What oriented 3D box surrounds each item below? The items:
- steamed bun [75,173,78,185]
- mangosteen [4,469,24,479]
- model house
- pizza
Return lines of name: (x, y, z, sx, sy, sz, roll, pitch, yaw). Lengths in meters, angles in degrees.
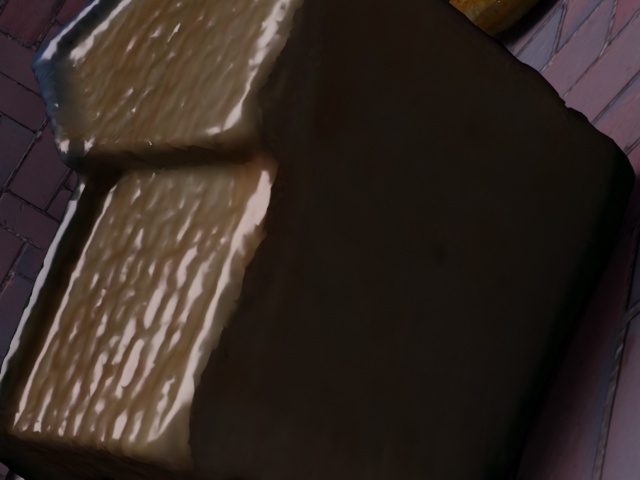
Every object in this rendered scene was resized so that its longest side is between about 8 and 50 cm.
steamed bun: (-0.133, -0.059, 2.308, 0.301, 0.252, 0.199, -34, -19, 6)
mangosteen: (-0.256, 0.312, 2.176, 0.216, 0.216, 0.216, -56, 10, 16)
model house: (-0.045, 0.022, 1.329, 0.342, 0.334, 0.382, -2, 60, 51)
pizza: (0.217, -0.297, 1.994, 0.197, 0.058, 0.292, -61, 12, -18)
